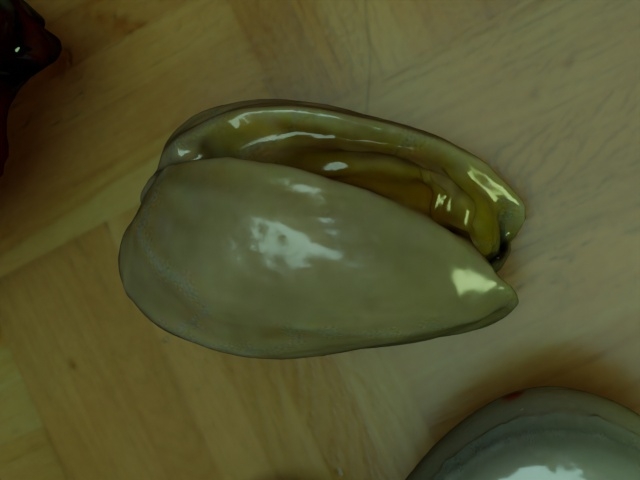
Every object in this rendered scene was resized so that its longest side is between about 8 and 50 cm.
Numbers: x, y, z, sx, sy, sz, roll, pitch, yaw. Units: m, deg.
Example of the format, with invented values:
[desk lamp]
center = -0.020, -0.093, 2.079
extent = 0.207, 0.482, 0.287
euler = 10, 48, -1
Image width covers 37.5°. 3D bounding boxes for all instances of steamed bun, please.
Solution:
[steamed bun]
center = 0.115, 0.190, 0.520
extent = 0.177, 0.131, 0.228
euler = 16, 94, 7

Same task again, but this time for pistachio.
[pistachio]
center = 0.000, 0.000, 0.537
extent = 0.229, 0.157, 0.157
euler = 5, 94, 8

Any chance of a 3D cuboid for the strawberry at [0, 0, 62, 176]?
[strawberry]
center = -0.341, -0.079, 0.549
extent = 0.292, 0.292, 0.310
euler = 39, 94, 9
